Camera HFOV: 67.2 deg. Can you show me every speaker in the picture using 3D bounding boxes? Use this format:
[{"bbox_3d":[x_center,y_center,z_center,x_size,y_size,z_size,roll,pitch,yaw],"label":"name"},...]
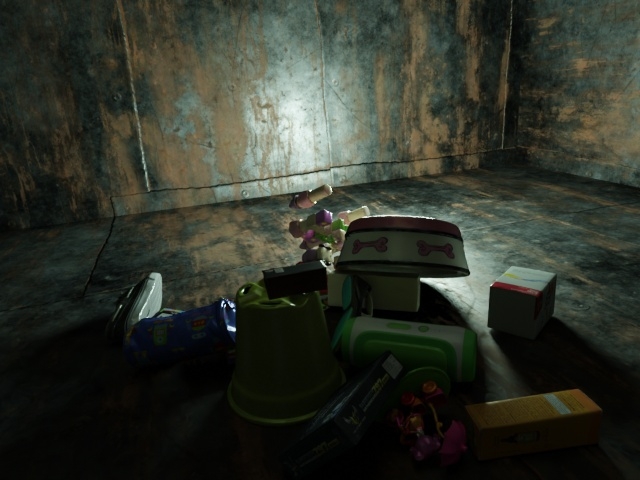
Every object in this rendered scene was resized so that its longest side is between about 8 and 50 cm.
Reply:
[{"bbox_3d":[0.205,0.250,1.119,0.297,0.131,0.131,3,20,21],"label":"speaker"}]

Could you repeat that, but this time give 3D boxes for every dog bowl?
[{"bbox_3d":[0.254,0.026,1.497,0.408,0.150,0.408,4,-9,1],"label":"dog bowl"}]

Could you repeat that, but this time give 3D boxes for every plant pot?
[{"bbox_3d":[-0.087,0.222,1.079,0.276,0.253,0.276,-4,18,1],"label":"plant pot"}]

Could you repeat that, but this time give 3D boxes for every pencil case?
[{"bbox_3d":[-0.335,0.231,1.200,0.306,0.133,0.119,-15,-16,13],"label":"pencil case"}]

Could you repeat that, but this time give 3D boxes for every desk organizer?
[{"bbox_3d":[-0.052,0.082,1.007,0.130,0.050,0.047,-9,19,-15],"label":"desk organizer"}]

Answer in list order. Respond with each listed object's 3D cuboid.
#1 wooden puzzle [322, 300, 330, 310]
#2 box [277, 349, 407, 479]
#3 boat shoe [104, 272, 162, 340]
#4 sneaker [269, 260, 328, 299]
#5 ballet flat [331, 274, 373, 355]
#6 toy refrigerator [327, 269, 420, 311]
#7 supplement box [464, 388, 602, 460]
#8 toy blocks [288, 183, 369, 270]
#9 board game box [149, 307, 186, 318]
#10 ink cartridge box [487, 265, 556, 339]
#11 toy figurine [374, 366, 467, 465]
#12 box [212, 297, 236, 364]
[{"bbox_3d":[-0.015,0.206,1.492,0.079,0.014,0.116,13,25,42],"label":"wooden puzzle"},{"bbox_3d":[0.045,0.319,0.896,0.059,0.183,0.233,48,36,9],"label":"box"},{"bbox_3d":[-0.572,0.192,1.485,0.119,0.121,0.335,-1,20,-4],"label":"boat shoe"},{"bbox_3d":[-0.043,0.126,1.575,0.279,0.118,0.107,-4,19,2],"label":"sneaker"},{"bbox_3d":[0.098,0.203,1.311,0.096,0.095,0.280,25,42,-8],"label":"ballet flat"},{"bbox_3d":[0.164,0.149,1.463,0.270,0.102,0.094,1,6,16],"label":"toy refrigerator"},{"bbox_3d":[0.390,0.340,0.895,0.234,0.078,0.080,-6,18,-7],"label":"supplement box"},{"bbox_3d":[0.000,0.000,1.762,0.260,0.308,0.289,-20,-32,38],"label":"toy blocks"},{"bbox_3d":[-0.407,0.250,1.364,0.170,0.048,0.141,6,19,16],"label":"board game box"},{"bbox_3d":[0.551,0.163,1.313,0.127,0.128,0.176,11,24,38],"label":"ink cartridge box"},{"bbox_3d":[0.195,0.347,0.897,0.173,0.130,0.159,-27,29,1],"label":"toy figurine"},{"bbox_3d":[-0.189,0.236,1.370,0.201,0.057,0.293,-10,19,-17],"label":"box"}]
